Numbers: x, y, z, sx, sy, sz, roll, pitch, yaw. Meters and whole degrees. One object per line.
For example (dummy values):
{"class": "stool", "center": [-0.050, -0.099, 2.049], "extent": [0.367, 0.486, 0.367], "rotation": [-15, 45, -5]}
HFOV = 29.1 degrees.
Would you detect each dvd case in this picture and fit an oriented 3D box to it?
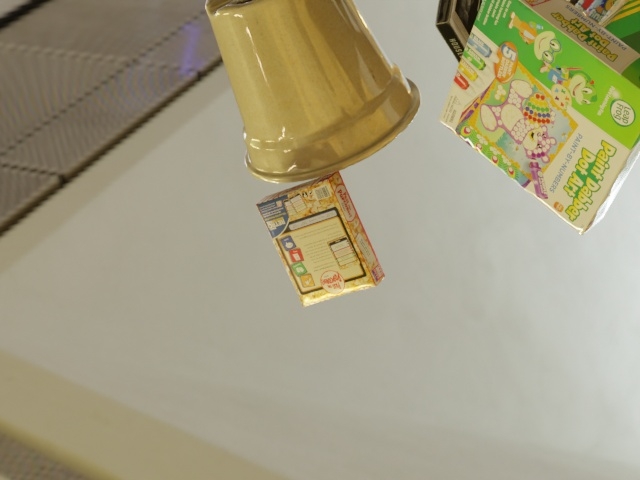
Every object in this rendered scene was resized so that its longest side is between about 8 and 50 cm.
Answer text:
{"class": "dvd case", "center": [0.239, -0.374, 1.920], "extent": [0.030, 0.179, 0.238], "rotation": [-5, -123, 30]}

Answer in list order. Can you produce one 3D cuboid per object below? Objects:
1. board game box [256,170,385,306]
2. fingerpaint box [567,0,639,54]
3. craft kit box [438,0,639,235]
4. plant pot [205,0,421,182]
{"class": "board game box", "center": [0.000, 0.000, 2.015], "extent": [0.147, 0.193, 0.045], "rotation": [-17, -166, 29]}
{"class": "fingerpaint box", "center": [0.558, -0.397, 2.285], "extent": [0.163, 0.371, 0.445], "rotation": [37, -166, -9]}
{"class": "craft kit box", "center": [0.277, -0.165, 1.487], "extent": [0.247, 0.250, 0.061], "rotation": [39, -125, 18]}
{"class": "plant pot", "center": [-0.034, -0.317, 2.098], "extent": [0.334, 0.305, 0.333], "rotation": [-19, -151, 11]}
